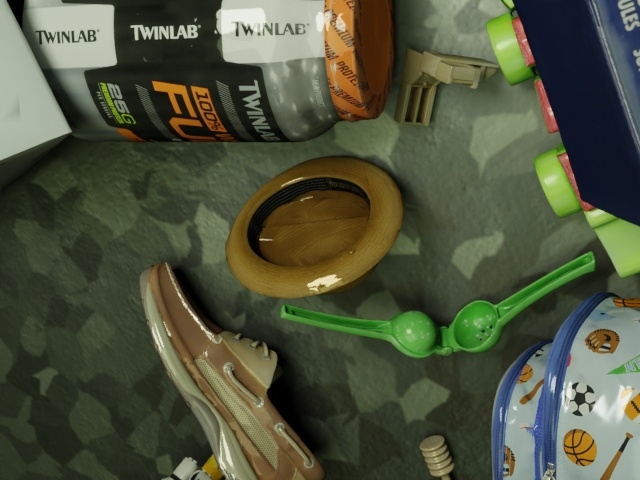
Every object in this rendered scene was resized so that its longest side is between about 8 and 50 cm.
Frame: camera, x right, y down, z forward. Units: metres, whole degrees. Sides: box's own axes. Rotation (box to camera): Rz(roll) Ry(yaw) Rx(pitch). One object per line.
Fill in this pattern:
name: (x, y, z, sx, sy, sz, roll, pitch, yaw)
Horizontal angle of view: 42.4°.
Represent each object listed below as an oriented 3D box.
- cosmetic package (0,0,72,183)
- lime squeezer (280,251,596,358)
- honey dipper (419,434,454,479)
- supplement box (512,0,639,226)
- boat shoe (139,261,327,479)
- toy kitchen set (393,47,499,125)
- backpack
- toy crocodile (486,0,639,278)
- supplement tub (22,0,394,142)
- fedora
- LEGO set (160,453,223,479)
cosmetic package: (-0.398, -0.184, 0.835, 0.377, 0.097, 0.285, -10, 105, 59)
lime squeezer: (0.121, 0.083, 0.841, 0.310, 0.110, 0.059, -9, 63, 7)
honey dipper: (0.156, 0.299, 0.945, 0.030, 0.030, 0.161, -18, 102, 23)
supplement box: (0.349, -0.167, 0.584, 0.356, 0.195, 0.194, -22, 100, 4)
boat shoe: (-0.102, 0.163, 0.955, 0.116, 0.123, 0.325, -29, 87, -9)
toy kitchen set: (0.125, -0.140, 0.796, 0.068, 0.083, 0.075, 0, 113, -25)
backpack: (0.280, 0.180, 0.756, 0.213, 0.276, 0.264, 11, 107, 29)
toy crocodile: (0.232, -0.122, 0.741, 0.115, 0.105, 0.341, -20, 100, 23)
supplement tub: (-0.099, -0.190, 0.784, 0.315, 0.193, 0.194, 2, 108, 19)
fedora: (0.000, 0.000, 0.854, 0.194, 0.194, 0.079, -8, 139, 21)
LEGO set: (-0.118, 0.319, 1.013, 0.087, 0.093, 0.227, 13, 146, 50)
